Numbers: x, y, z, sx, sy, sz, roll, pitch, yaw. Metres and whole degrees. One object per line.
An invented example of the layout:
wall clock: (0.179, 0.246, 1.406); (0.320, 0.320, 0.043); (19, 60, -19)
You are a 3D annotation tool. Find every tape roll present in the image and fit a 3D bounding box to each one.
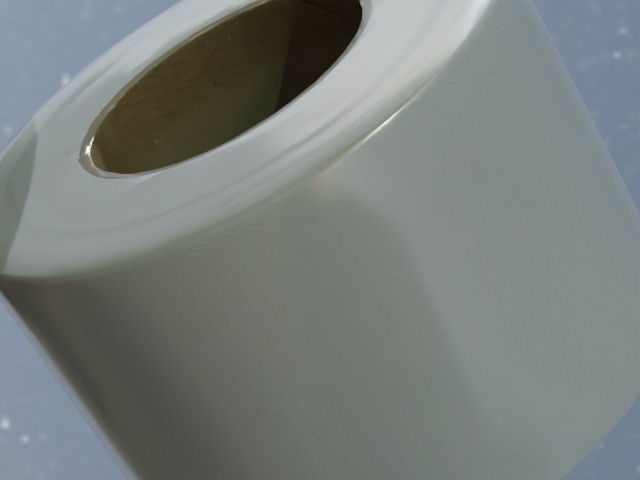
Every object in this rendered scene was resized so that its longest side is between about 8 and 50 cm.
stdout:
tape roll: (0.000, 0.000, 0.787); (0.246, 0.246, 0.169); (24, -31, 59)
